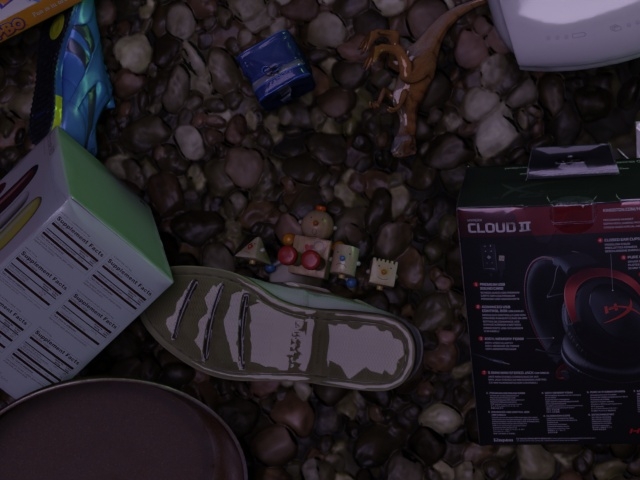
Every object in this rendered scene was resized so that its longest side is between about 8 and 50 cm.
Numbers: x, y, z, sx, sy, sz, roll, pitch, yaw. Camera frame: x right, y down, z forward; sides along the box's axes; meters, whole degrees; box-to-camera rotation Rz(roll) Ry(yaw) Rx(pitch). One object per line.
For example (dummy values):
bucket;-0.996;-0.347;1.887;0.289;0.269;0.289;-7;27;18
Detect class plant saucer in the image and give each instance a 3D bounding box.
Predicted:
plant saucer;-0.232;0.254;1.531;0.310;0.050;0.311;-6;123;-9

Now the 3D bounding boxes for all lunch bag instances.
lunch bag;-0.044;-0.176;1.557;0.067;0.098;0.065;-29;84;5

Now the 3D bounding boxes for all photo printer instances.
photo printer;0.276;-0.332;1.484;0.256;0.107;0.308;-15;84;10

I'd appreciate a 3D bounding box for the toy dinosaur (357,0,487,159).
toy dinosaur;0.103;-0.191;1.555;0.112;0.064;0.211;24;88;-19

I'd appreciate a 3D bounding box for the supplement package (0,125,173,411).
supplement package;-0.287;0.026;1.533;0.203;0.194;0.149;-43;118;8

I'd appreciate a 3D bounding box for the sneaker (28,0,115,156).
sneaker;-0.269;-0.191;1.635;0.069;0.082;0.209;-16;64;51

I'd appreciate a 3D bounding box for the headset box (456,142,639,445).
headset box;0.252;0.047;1.415;0.218;0.110;0.293;-3;114;13

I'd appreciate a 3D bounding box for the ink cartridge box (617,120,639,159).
ink cartridge box;0.370;-0.073;1.462;0.143;0.092;0.090;-2;88;14

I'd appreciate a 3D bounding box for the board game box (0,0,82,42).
board game box;-0.326;-0.290;1.632;0.259;0.039;0.124;-26;50;13

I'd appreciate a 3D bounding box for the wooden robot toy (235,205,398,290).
wooden robot toy;0.000;0.000;1.557;0.173;0.076;0.079;10;79;13

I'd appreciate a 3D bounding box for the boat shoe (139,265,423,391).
boat shoe;-0.042;0.097;1.542;0.302;0.103;0.113;15;92;12
